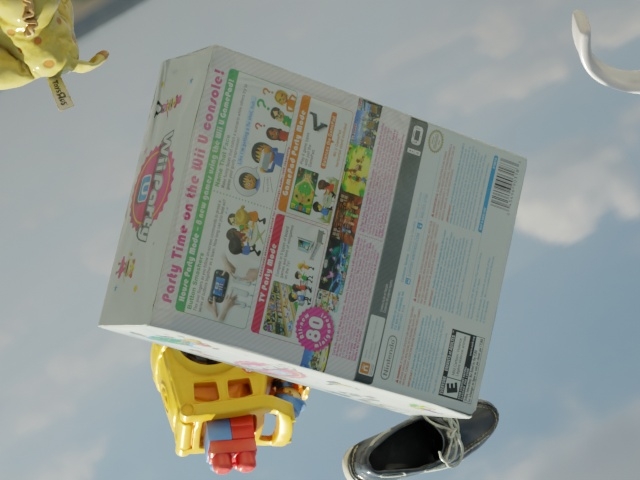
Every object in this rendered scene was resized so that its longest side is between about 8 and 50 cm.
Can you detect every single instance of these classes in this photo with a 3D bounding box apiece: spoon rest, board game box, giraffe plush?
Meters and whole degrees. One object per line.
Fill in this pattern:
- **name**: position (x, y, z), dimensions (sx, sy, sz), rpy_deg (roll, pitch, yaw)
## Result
- **spoon rest**: position (0.414, -0.206, 2.005), dimensions (0.276, 0.084, 0.137), rpy_deg (2, -145, -4)
- **board game box**: position (0.000, 0.000, 1.438), dimensions (0.097, 0.303, 0.224), rpy_deg (-5, -110, 59)
- **giraffe plush**: position (-0.368, -0.283, 2.219), dimensions (0.181, 0.210, 0.170), rpy_deg (-33, 145, -22)

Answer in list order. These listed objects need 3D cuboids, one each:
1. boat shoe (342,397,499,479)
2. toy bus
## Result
- **boat shoe**: position (0.151, 0.276, 2.517), dimensions (0.255, 0.095, 0.079), rpy_deg (-13, 172, -27)
- **toy bus**: position (-0.094, 0.205, 2.320), dimensions (0.220, 0.211, 0.149), rpy_deg (-6, 144, -13)
